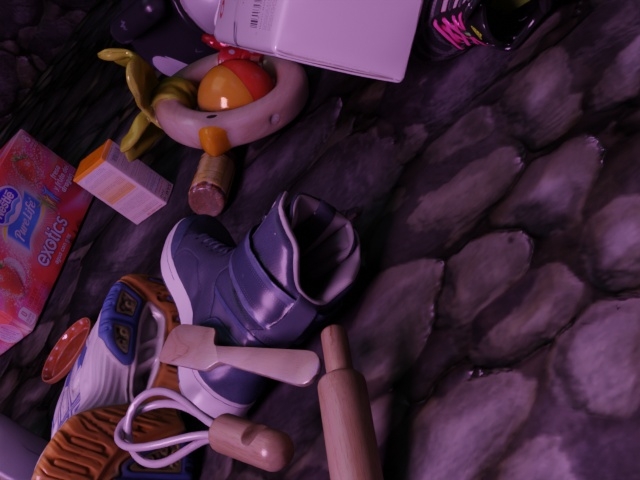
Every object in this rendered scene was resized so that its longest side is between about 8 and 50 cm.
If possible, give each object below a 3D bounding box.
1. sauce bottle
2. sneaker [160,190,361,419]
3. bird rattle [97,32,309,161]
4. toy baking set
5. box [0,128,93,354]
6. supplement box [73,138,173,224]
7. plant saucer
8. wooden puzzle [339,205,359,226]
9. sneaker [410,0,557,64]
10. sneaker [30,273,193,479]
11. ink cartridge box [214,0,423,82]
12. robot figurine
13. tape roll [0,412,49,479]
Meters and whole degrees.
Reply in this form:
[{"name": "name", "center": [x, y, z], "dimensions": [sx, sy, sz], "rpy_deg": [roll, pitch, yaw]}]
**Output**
[{"name": "sauce bottle", "center": [-0.111, -0.075, 1.118], "dimensions": [0.042, 0.042, 0.128], "rpy_deg": [-38, 23, 27]}, {"name": "sneaker", "center": [-0.048, 0.011, 0.812], "dimensions": [0.163, 0.086, 0.226], "rpy_deg": [-53, 32, 23]}, {"name": "bird rattle", "center": [-0.099, -0.159, 1.130], "dimensions": [0.254, 0.143, 0.207], "rpy_deg": [-24, 40, -29]}, {"name": "toy baking set", "center": [-0.052, 0.134, 0.645], "dimensions": [0.197, 0.030, 0.256], "rpy_deg": [-23, 47, 22]}, {"name": "box", "center": [-0.444, 0.012, 1.449], "dimensions": [0.154, 0.142, 0.300], "rpy_deg": [-34, 29, 35]}, {"name": "supplement box", "center": [-0.235, -0.069, 1.253], "dimensions": [0.062, 0.098, 0.036], "rpy_deg": [-30, 35, 37]}, {"name": "plant saucer", "center": [-0.276, 0.123, 1.157], "dimensions": [0.083, 0.013, 0.083], "rpy_deg": [-40, 27, 25]}, {"name": "wooden puzzle", "center": [0.000, 0.000, 0.861], "dimensions": [0.083, 0.006, 0.049], "rpy_deg": [-18, 40, 50]}, {"name": "sneaker", "center": [0.125, -0.178, 0.829], "dimensions": [0.170, 0.063, 0.074], "rpy_deg": [-25, 35, 43]}, {"name": "sneaker", "center": [-0.164, 0.168, 0.822], "dimensions": [0.131, 0.112, 0.296], "rpy_deg": [-54, 16, 40]}, {"name": "ink cartridge box", "center": [0.001, -0.263, 0.944], "dimensions": [0.283, 0.117, 0.207], "rpy_deg": [-140, 62, -70]}, {"name": "robot figurine", "center": [-0.152, -0.314, 1.363], "dimensions": [0.278, 0.174, 0.209], "rpy_deg": [-15, 50, 53]}, {"name": "tape roll", "center": [-0.331, 0.288, 0.915], "dimensions": [0.286, 0.100, 0.286], "rpy_deg": [-40, 26, 23]}]
